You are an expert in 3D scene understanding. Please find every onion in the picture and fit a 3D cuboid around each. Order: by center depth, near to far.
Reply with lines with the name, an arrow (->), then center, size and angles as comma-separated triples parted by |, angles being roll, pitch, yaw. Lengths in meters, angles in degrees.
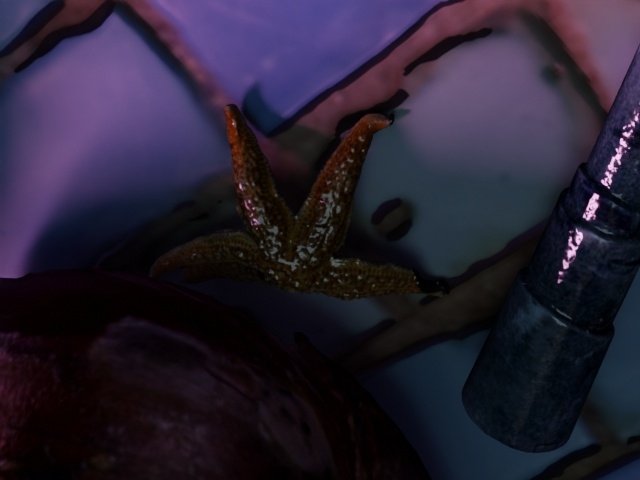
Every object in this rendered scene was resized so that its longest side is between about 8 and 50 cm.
onion -> -0.095, 0.200, 0.692 | 0.282, 0.260, 0.336 | -7, 129, 30

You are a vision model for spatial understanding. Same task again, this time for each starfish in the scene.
starfish -> 0.000, 0.002, 0.667 | 0.130, 0.041, 0.133 | 27, 127, -7

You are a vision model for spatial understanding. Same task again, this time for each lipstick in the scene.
lipstick -> 0.118, -0.013, 0.620 | 0.053, 0.053, 0.234 | 18, 125, 1
